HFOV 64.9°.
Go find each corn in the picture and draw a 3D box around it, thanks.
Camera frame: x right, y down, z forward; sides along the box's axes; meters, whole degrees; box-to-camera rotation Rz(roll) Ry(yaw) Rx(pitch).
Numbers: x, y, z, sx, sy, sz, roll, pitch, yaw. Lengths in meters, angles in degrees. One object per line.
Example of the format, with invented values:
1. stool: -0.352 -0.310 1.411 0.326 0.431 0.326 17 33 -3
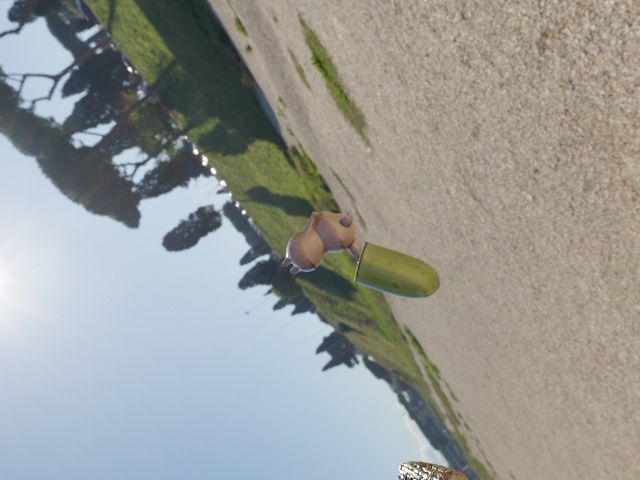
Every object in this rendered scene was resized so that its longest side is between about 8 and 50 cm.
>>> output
1. corn: 0.291 0.628 1.316 0.086 0.086 0.253 56 152 -1

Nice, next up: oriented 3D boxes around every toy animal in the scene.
1. toy animal: 0.002 0.005 0.863 0.089 0.150 0.083 62 -168 22

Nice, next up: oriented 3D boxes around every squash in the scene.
1. squash: 0.234 0.097 1.482 0.247 0.132 0.132 16 174 8
